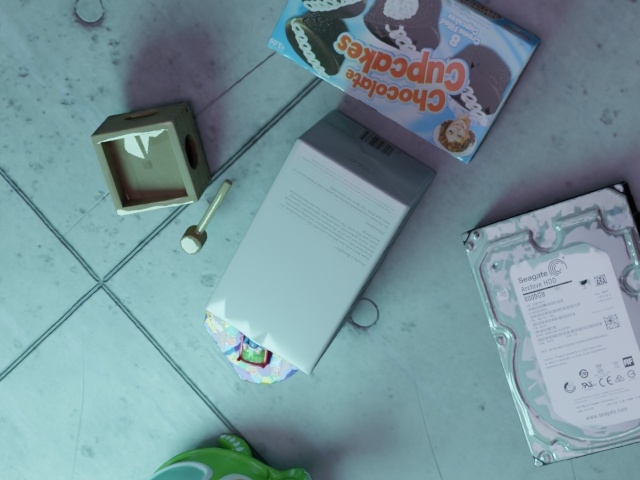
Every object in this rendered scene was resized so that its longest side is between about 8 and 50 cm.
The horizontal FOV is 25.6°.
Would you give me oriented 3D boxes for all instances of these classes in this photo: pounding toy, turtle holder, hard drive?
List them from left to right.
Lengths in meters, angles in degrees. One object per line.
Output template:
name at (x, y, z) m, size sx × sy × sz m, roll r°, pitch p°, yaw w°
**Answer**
pounding toy at (-0.204, -0.089, 2.032) m, size 0.181 × 0.094 × 0.206 m, roll -9°, pitch 114°, yaw 16°
turtle holder at (-0.147, 0.447, 2.109) m, size 0.320 × 0.227 × 0.243 m, roll 2°, pitch 107°, yaw 18°
hard drive at (0.351, 0.114, 1.894) m, size 0.237 × 0.064 × 0.339 m, roll -17°, pitch 89°, yaw 22°

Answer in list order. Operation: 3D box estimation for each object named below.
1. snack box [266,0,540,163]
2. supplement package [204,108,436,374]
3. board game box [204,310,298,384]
snack box at (0.109, -0.264, 1.884) m, size 0.322 × 0.060 × 0.187 m, roll 31°, pitch 114°, yaw 6°
supplement package at (0.000, 0.000, 1.942) m, size 0.177 × 0.175 × 0.293 m, roll 33°, pitch 114°, yaw 4°
board game box at (-0.102, 0.143, 2.102) m, size 0.133 × 0.033 × 0.169 m, roll -32°, pitch 95°, yaw 24°
